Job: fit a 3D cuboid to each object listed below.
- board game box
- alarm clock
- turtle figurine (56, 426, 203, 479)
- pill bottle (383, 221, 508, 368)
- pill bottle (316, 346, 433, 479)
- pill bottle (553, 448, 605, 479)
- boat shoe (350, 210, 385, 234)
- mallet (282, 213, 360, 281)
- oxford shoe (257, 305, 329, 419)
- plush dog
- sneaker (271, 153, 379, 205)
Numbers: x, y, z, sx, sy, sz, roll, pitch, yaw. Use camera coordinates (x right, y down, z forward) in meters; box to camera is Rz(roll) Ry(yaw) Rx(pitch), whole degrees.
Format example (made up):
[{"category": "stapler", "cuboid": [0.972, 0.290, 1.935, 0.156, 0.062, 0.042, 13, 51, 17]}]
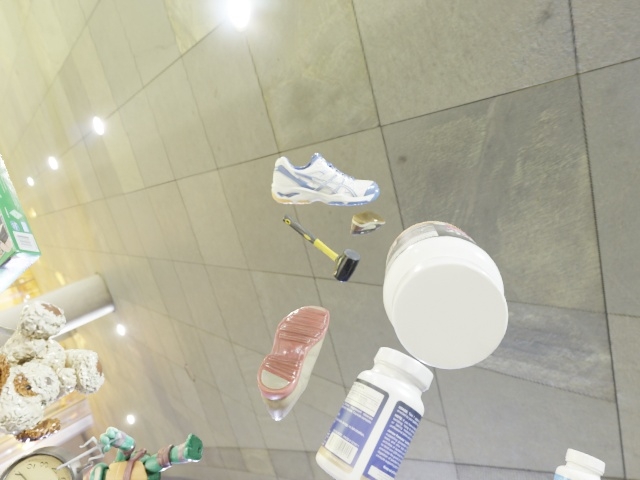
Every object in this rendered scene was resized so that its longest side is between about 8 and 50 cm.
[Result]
[{"category": "board game box", "cuboid": [-0.611, -0.034, 0.719, 0.213, 0.046, 0.317, -39, 69, 10]}, {"category": "alarm clock", "cuboid": [-0.520, 0.438, 0.759, 0.064, 0.191, 0.130, 138, 144, -72]}, {"category": "turtle figurine", "cuboid": [-0.308, 0.381, 0.677, 0.233, 0.118, 0.176, -9, 84, 9]}, {"category": "pill bottle", "cuboid": [0.174, 0.066, 0.624, 0.162, 0.278, 0.162, 2, 100, 10]}, {"category": "pill bottle", "cuboid": [0.117, 0.364, 0.865, 0.153, 0.265, 0.153, 29, 161, 11]}, {"category": "pill bottle", "cuboid": [0.695, 0.695, 1.147, 0.124, 0.222, 0.124, 23, 162, 8]}, {"category": "boat shoe", "cuboid": [0.118, -0.043, 1.095, 0.056, 0.152, 0.049, 40, 114, 26]}, {"category": "mallet", "cuboid": [0.000, 0.000, 0.852, 0.189, 0.039, 0.062, 44, 122, 15]}, {"category": "oxford shoe", "cuboid": [-0.067, 0.302, 1.107, 0.122, 0.348, 0.130, 11, 121, 19]}, {"category": "plush dog", "cuboid": [-0.625, 0.295, 0.895, 0.225, 0.210, 0.263, -115, 6, -62]}, {"category": "sneaker", "cuboid": [0.020, -0.164, 1.133, 0.112, 0.296, 0.131, -135, 46, -72]}]
